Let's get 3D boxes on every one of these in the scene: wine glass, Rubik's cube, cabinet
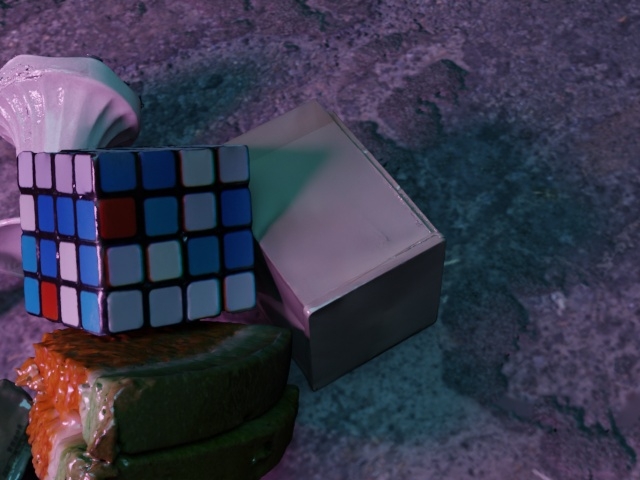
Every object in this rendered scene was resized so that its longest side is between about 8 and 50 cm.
[{"bbox_3d":[-0.271,-0.070,1.022,0.164,0.165,0.197,1,59,2],"label":"wine glass"},{"bbox_3d":[-0.162,-0.008,0.888,0.155,0.151,0.154,-7,9,-40],"label":"Rubik's cube"},{"bbox_3d":[0.000,0.000,0.970,0.150,0.145,0.206,-28,58,-16],"label":"cabinet"}]

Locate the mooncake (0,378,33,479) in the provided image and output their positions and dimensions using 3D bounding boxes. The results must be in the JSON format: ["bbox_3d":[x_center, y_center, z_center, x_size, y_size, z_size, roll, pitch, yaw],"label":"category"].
[{"bbox_3d":[-0.297,0.188,0.857,0.073,0.125,0.130,38,50,-14],"label":"mooncake"}]

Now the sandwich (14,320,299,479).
[{"bbox_3d":[-0.130,0.126,0.827,0.292,0.109,0.212,0,16,-42],"label":"sandwich"}]
